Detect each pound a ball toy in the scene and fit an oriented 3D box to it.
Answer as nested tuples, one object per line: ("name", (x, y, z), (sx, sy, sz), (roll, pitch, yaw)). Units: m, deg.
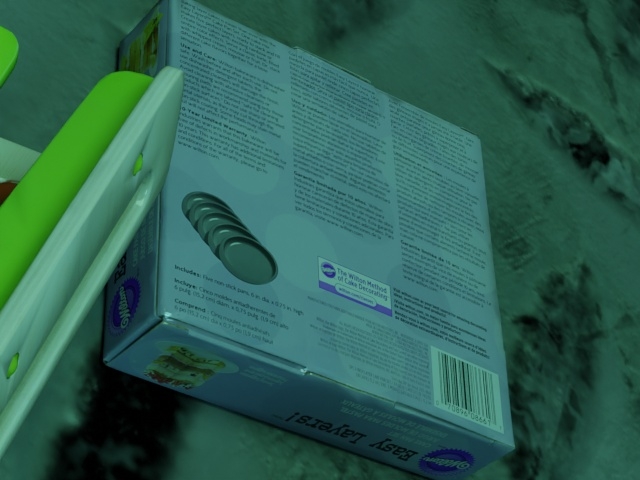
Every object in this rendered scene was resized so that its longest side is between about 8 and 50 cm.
("pound a ball toy", (-0.205, -0.011, 0.808), (0.208, 0.135, 0.319), (20, 42, 3))

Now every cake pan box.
("cake pan box", (0.000, 0.000, 1.018), (0.267, 0.070, 0.245), (21, 49, -31))
